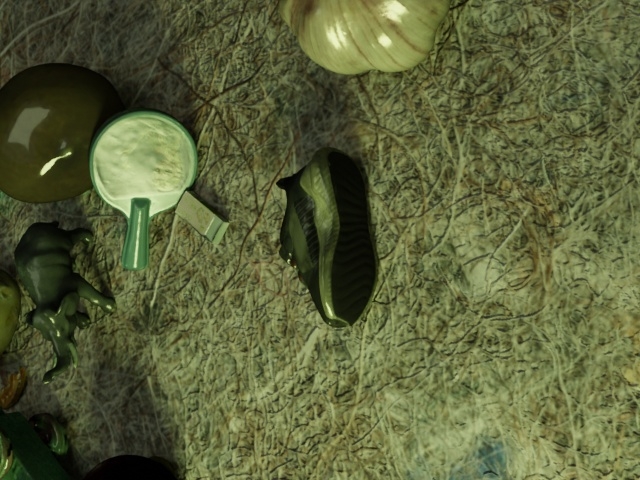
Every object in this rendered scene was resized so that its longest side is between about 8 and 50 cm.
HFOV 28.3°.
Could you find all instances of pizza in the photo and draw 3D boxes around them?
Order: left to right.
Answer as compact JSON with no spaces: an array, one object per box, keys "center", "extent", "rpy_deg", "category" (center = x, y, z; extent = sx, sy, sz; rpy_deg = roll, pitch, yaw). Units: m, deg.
[{"center":[-0.469,0.225,1.933],"extent":[0.037,0.016,0.083],"rpy_deg":[41,112,30],"category":"pizza"}]

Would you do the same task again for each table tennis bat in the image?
[{"center":[-0.248,-0.068,1.751],"extent":[0.038,0.149,0.237],"rpy_deg":[-117,34,-63],"category":"table tennis bat"}]

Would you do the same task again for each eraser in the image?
[{"center":[-0.162,-0.032,1.738],"extent":[0.083,0.019,0.038],"rpy_deg":[39,106,31],"category":"eraser"}]

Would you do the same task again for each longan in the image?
[{"center":[-0.376,-0.155,1.799],"extent":[0.220,0.196,0.196],"rpy_deg":[-39,65,17],"category":"longan"}]

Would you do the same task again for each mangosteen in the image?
[{"center":[-0.254,0.351,1.700],"extent":[0.152,0.152,0.152],"rpy_deg":[-4,83,35],"category":"mangosteen"}]

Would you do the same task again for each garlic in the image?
[{"center":[0.037,-0.324,1.491],"extent":[0.245,0.253,0.245],"rpy_deg":[-2,85,26],"category":"garlic"}]

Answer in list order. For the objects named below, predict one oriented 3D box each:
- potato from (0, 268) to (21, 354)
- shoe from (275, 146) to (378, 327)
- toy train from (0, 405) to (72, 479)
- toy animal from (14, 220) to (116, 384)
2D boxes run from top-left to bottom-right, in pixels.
[{"center":[-0.561,0.118,1.926],"extent":[0.235,0.160,0.178],"rpy_deg":[-31,107,15],"category":"potato"},{"center":[0.000,0.000,1.582],"extent":[0.112,0.099,0.227],"rpy_deg":[-13,74,41],"category":"shoe"},{"center":[-0.425,0.388,1.813],"extent":[0.304,0.150,0.221],"rpy_deg":[47,118,27],"category":"toy train"},{"center":[-0.363,0.089,1.800],"extent":[0.082,0.137,0.269],"rpy_deg":[-28,62,27],"category":"toy animal"}]
